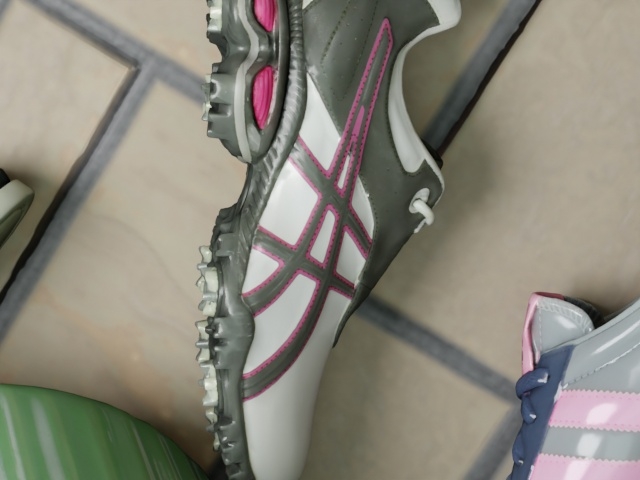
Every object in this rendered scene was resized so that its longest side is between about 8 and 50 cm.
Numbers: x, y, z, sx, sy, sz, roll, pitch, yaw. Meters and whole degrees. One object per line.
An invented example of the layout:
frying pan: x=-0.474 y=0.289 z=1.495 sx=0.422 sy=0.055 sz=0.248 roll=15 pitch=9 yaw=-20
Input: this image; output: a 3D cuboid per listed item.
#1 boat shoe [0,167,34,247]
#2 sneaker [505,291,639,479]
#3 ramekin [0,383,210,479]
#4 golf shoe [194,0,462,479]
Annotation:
boat shoe: x=-0.289 y=0.059 z=0.841 sx=0.340 sy=0.127 sz=0.113 roll=-42 pitch=88 yaw=-2
sneaker: x=0.130 y=0.097 z=0.881 sx=0.131 sy=0.112 sz=0.319 roll=40 pitch=98 yaw=9
ramekin: x=-0.155 y=0.212 z=0.831 sx=0.303 sy=0.148 sz=0.303 roll=-8 pitch=122 yaw=-12
golf shoe: x=0.000 y=0.000 z=0.850 sx=0.120 sy=0.105 sz=0.273 roll=2 pitch=104 yaw=-7
